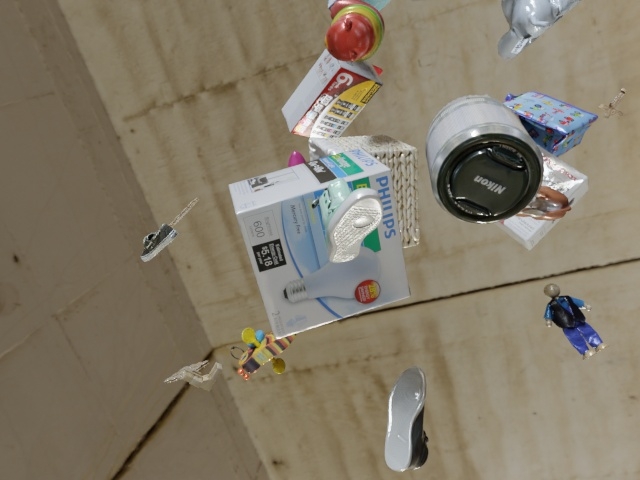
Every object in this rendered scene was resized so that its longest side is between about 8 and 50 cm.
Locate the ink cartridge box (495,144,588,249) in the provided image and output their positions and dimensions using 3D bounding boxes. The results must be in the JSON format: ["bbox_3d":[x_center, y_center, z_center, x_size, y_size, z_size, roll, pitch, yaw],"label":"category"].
[{"bbox_3d":[0.690,-0.139,1.667,0.197,0.273,0.114,45,-174,29],"label":"ink cartridge box"}]

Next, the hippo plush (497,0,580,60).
[{"bbox_3d":[0.524,-0.649,1.407,0.236,0.294,0.234,50,150,-1],"label":"hippo plush"}]

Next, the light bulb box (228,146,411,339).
[{"bbox_3d":[0.000,0.000,1.282,0.225,0.362,0.357,-121,15,-62],"label":"light bulb box"}]

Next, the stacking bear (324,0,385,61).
[{"bbox_3d":[0.090,-0.572,1.439,0.289,0.165,0.175,-69,-24,-60],"label":"stacking bear"}]

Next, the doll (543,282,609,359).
[{"bbox_3d":[0.601,0.185,1.235,0.188,0.129,0.046,61,164,24],"label":"doll"}]

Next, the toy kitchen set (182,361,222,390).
[{"bbox_3d":[-0.331,0.360,1.440,0.083,0.075,0.068,31,-177,-19],"label":"toy kitchen set"}]

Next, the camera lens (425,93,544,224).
[{"bbox_3d":[0.344,-0.180,1.121,0.274,0.220,0.219,-79,-27,-58],"label":"camera lens"}]

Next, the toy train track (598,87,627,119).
[{"bbox_3d":[0.620,-0.290,1.083,0.083,0.048,0.014,-53,-24,-11],"label":"toy train track"}]

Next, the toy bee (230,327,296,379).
[{"bbox_3d":[-0.208,0.403,1.775,0.195,0.298,0.162,30,-147,-6],"label":"toy bee"}]

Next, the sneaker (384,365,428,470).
[{"bbox_3d":[0.264,0.525,1.508,0.147,0.105,0.295,48,-130,-49],"label":"sneaker"}]

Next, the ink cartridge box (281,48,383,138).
[{"bbox_3d":[0.063,-0.505,1.856,0.272,0.309,0.130,7,-130,-39],"label":"ink cartridge box"}]

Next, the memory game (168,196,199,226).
[{"bbox_3d":[-0.534,-0.100,1.991,0.012,0.186,0.186,43,-159,-10],"label":"memory game"}]

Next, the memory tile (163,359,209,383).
[{"bbox_3d":[-0.467,0.460,1.801,0.113,0.148,0.012,-32,-83,-56],"label":"memory tile"}]

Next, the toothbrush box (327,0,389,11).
[{"bbox_3d":[0.169,-0.839,1.661,0.126,0.296,0.216,40,-150,-29],"label":"toothbrush box"}]

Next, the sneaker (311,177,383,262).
[{"bbox_3d":[0.041,-0.070,0.979,0.256,0.094,0.150,112,148,-65],"label":"sneaker"}]

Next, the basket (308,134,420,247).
[{"bbox_3d":[0.129,-0.153,1.596,0.331,0.267,0.327,-123,27,-68],"label":"basket"}]

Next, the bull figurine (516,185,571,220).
[{"bbox_3d":[0.513,-0.118,1.395,0.310,0.189,0.101,21,108,61],"label":"bull figurine"}]

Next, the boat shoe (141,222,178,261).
[{"bbox_3d":[-0.597,0.003,1.866,0.070,0.219,0.077,44,-143,-17],"label":"boat shoe"}]

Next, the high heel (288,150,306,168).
[{"bbox_3d":[-0.082,-0.192,1.837,0.117,0.082,0.243,-68,-22,-74],"label":"high heel"}]

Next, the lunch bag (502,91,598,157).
[{"bbox_3d":[0.775,-0.438,1.831,0.293,0.221,0.138,46,146,24],"label":"lunch bag"}]
